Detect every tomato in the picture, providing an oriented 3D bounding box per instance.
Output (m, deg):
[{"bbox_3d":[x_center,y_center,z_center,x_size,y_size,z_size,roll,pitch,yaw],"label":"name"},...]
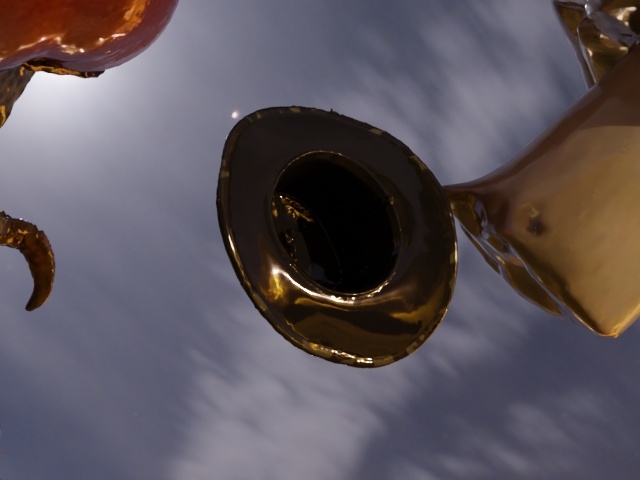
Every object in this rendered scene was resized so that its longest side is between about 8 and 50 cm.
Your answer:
[{"bbox_3d":[-0.145,-0.192,0.558,0.112,0.228,0.199,-16,-85,26],"label":"tomato"}]

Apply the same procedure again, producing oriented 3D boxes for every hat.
[{"bbox_3d":[0.000,0.000,0.451,0.121,0.121,0.050,33,-29,-17],"label":"hat"}]

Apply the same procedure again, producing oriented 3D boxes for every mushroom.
[{"bbox_3d":[0.223,-0.086,0.590,0.314,0.336,0.314,45,-10,10],"label":"mushroom"}]

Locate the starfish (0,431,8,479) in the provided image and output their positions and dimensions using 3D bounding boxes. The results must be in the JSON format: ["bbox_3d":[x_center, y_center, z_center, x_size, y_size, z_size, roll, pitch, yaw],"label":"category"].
[{"bbox_3d":[-0.269,0.183,0.670,0.375,0.327,0.094,-19,-48,33],"label":"starfish"}]

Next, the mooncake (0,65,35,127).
[{"bbox_3d":[-0.319,-0.206,0.793,0.250,0.254,0.136,21,-27,7],"label":"mooncake"}]

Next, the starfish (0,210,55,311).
[{"bbox_3d":[-0.220,0.022,0.454,0.190,0.146,0.074,-5,-67,1],"label":"starfish"}]
